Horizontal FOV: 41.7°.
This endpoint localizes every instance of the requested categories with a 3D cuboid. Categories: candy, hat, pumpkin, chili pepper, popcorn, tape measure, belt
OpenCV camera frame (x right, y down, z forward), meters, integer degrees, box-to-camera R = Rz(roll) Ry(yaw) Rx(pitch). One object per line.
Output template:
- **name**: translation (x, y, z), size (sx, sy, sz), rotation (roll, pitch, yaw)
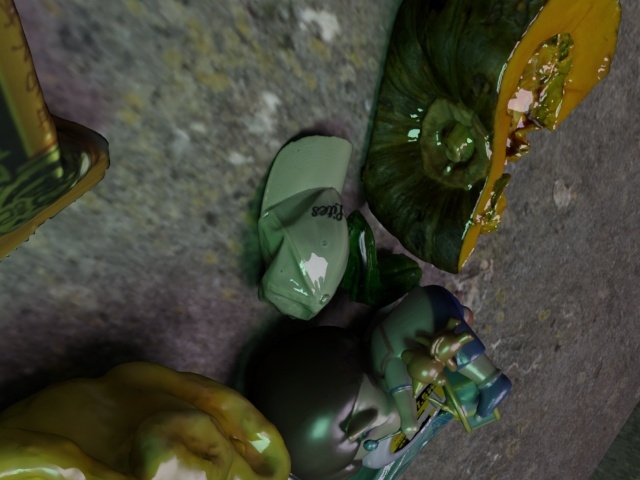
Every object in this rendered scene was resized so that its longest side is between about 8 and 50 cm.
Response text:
- **candy**: translation (-0.181, -0.080, 0.399), size (0.143, 0.101, 0.271), rotation (-34, 146, -24)
- **hat**: translation (-0.002, -0.006, 0.727), size (0.122, 0.081, 0.166), rotation (18, 91, -59)
- **pumpkin**: translation (0.157, -0.134, 0.770), size (0.190, 0.139, 0.280), rotation (-24, 136, -41)
- **chili pepper**: translation (0.050, 0.029, 0.828), size (0.073, 0.050, 0.182), rotation (-50, 157, 2)
- **popcorn**: translation (-0.141, 0.242, 0.581), size (0.316, 0.281, 0.297), rotation (-13, 110, -64)
- **tape measure**: translation (0.078, 0.160, 0.950), size (0.196, 0.105, 0.178), rotation (-51, 154, -9)
- **belt**: translation (0.086, 0.285, 1.070), size (0.302, 0.087, 0.072), rotation (-56, 144, -4)

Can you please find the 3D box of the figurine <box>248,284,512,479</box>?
- **figurine**: translation (0.034, 0.149, 0.791), size (0.276, 0.161, 0.158), rotation (-22, 116, 6)
